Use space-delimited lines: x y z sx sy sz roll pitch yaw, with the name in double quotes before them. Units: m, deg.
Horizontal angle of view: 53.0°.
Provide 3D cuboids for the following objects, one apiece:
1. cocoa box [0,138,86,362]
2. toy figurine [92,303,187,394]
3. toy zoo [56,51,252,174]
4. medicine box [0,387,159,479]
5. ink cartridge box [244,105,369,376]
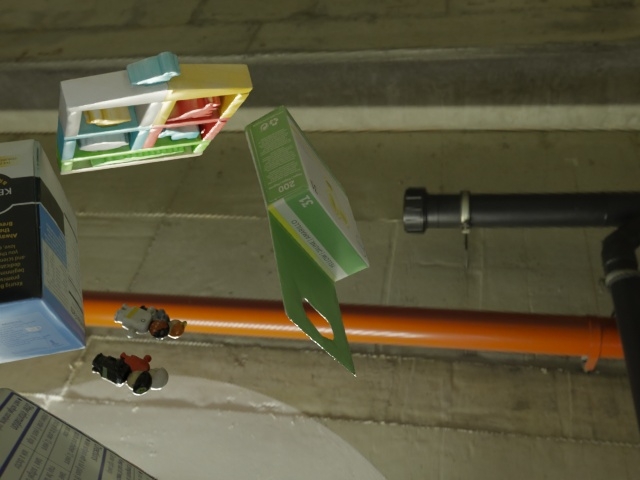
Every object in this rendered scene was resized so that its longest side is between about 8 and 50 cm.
"cocoa box" -0.512 0.040 0.838 0.347 0.231 0.228 -9 -113 -10
"toy figurine" -0.438 0.268 1.596 0.148 0.213 0.209 22 -98 9
"toy zoo" -0.198 -0.140 0.735 0.192 0.293 0.030 -13 -94 -26
"medicine box" -0.143 0.254 0.391 0.149 0.289 0.263 -54 -167 -8
"ink cartridge box" 0.000 0.000 0.659 0.056 0.171 0.235 -26 -127 11
